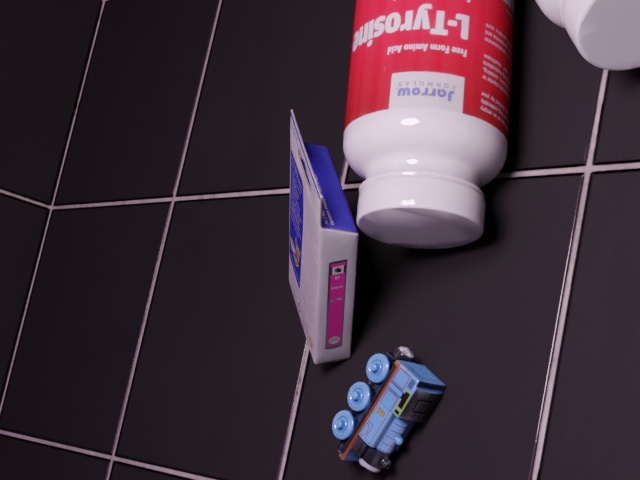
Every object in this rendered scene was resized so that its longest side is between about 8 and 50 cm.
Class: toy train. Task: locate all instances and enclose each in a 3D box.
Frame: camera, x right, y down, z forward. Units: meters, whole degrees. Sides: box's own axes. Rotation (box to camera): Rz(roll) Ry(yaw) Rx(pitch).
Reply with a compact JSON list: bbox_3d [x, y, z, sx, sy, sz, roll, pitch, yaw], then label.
[{"bbox_3d":[0.090,0.240,1.773,0.105,0.080,0.184,43,108,44],"label":"toy train"}]

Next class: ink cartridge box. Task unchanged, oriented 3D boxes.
[{"bbox_3d":[0.000,0.000,1.831,0.371,0.069,0.176,89,167,-49],"label":"ink cartridge box"}]

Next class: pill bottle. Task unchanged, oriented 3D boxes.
[{"bbox_3d":[0.346,-0.401,1.641,0.204,0.204,0.361,-45,43,29],"label":"pill bottle"},{"bbox_3d":[0.151,-0.207,1.773,0.229,0.229,0.408,-16,62,47],"label":"pill bottle"}]
